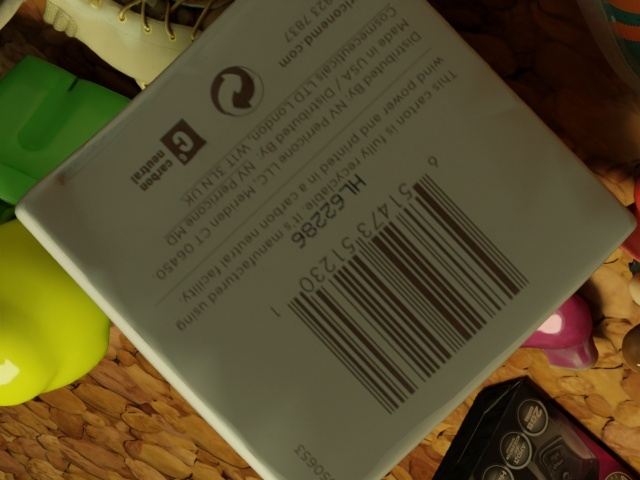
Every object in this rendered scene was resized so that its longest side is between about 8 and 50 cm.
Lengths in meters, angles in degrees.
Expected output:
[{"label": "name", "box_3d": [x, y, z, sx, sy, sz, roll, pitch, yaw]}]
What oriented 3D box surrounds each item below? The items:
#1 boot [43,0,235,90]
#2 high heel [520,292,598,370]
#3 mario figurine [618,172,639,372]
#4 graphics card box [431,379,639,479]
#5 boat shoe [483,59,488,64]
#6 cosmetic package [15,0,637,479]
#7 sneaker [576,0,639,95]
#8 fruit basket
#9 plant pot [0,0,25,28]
[{"label": "boot", "box_3d": [-0.152, -0.220, 1.691, 0.203, 0.095, 0.262, 38, 153, -9]}, {"label": "high heel", "box_3d": [0.167, 0.080, 1.851, 0.244, 0.082, 0.117, 9, 144, 29]}, {"label": "mario figurine", "box_3d": [0.315, 0.053, 1.596, 0.198, 0.170, 0.320, -6, 145, 11]}, {"label": "graphics card box", "box_3d": [0.284, 0.359, 2.005, 0.371, 0.233, 0.094, 41, 152, -14]}, {"label": "boat shoe", "box_3d": [0.099, -0.159, 1.609, 0.135, 0.050, 0.045, 33, 154, 17]}, {"label": "cosmetic package", "box_3d": [0.000, 0.000, 1.439, 0.327, 0.329, 0.394, 46, 175, 3]}, {"label": "sneaker", "box_3d": [0.262, -0.208, 1.337, 0.121, 0.108, 0.302, -5, 133, 50]}, {"label": "fruit basket", "box_3d": [-0.257, 0.033, 1.840, 0.392, 0.392, 0.283, 24, 165, 11]}, {"label": "plant pot", "box_3d": [-0.344, -0.298, 1.492, 0.334, 0.334, 0.305, 30, -171, 2]}]
